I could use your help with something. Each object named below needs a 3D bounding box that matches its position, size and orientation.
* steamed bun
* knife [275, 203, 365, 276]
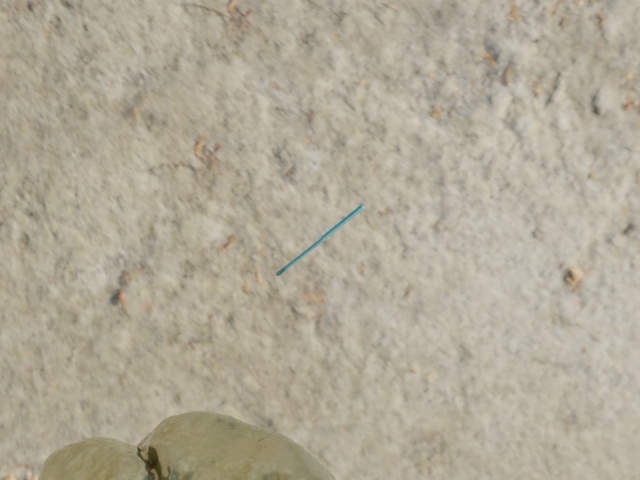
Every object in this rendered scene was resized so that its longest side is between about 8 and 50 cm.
[{"bbox_3d":[-0.061,0.146,0.492,0.172,0.155,0.140,-21,135,-19],"label":"steamed bun"},{"bbox_3d":[0.000,0.000,0.884,0.091,0.014,0.005,-39,91,-2],"label":"knife"}]
